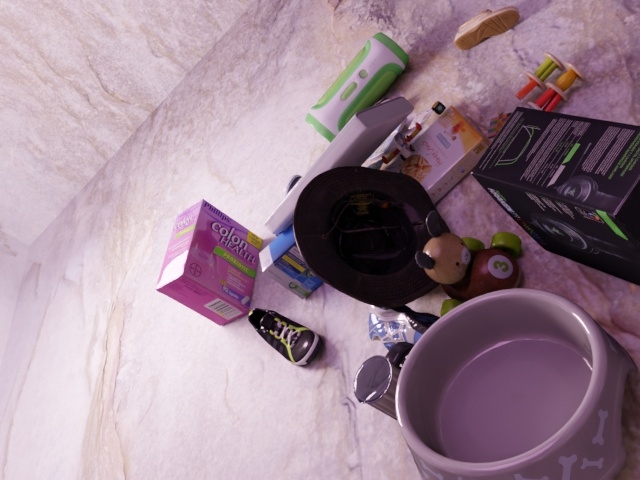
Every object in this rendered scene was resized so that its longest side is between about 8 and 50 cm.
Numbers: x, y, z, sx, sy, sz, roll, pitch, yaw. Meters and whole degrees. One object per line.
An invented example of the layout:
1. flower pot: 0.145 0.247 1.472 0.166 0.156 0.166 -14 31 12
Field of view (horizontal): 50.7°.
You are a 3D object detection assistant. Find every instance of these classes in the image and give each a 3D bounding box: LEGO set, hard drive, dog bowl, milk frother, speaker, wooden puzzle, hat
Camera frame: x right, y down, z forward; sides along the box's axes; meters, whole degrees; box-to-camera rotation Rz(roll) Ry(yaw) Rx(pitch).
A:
1. LEGO set: 0.176 -0.241 1.531 0.244 0.060 0.182 -19 37 59
2. hard drive: 0.038 -0.165 1.498 0.353 0.047 0.233 -45 -7 37
3. dog bowl: 0.262 0.214 0.959 0.349 0.102 0.349 -27 32 19
4. milk frother: 0.115 0.240 1.156 0.143 0.135 0.129 -8 54 48
5. speaker: 0.095 -0.393 1.766 0.296 0.131 0.131 -49 33 7
6. wooden puzzle: 0.369 -0.236 1.390 0.049 0.006 0.083 -12 51 46
7. hat: 0.093 0.012 1.338 0.134 0.331 0.331 101 178 -54

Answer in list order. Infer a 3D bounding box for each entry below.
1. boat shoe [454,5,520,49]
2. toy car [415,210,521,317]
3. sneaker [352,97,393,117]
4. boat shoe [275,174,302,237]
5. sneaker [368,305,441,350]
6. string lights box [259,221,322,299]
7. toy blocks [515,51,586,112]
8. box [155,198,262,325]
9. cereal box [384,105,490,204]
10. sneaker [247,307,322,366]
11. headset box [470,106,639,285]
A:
1. boat shoe: 0.383 -0.505 1.566 0.170 0.063 0.059 -17 54 44
2. toy car: 0.234 0.033 1.147 0.149 0.188 0.155 -10 53 47
3. sneaker: 0.118 -0.301 1.708 0.170 0.063 0.075 -48 39 18
4. boat shoe: -0.057 -0.089 1.741 0.083 0.065 0.183 -7 62 47
5. sneaker: 0.166 0.170 1.230 0.211 0.080 0.081 19 101 54
6. string lights box: 0.000 0.000 1.518 0.260 0.133 0.077 -43 32 17
7. toy blocks: 0.426 -0.286 1.322 0.148 0.054 0.123 -47 34 11
8. box: -0.280 0.058 1.741 0.117 0.213 0.243 -27 41 35
9. cereal box: 0.235 -0.160 1.450 0.240 0.047 0.173 -44 34 15
10. sneaker: -0.092 0.205 1.479 0.235 0.097 0.084 15 73 55
11. headset box: 0.405 -0.053 0.963 0.131 0.246 0.283 -55 34 -3
